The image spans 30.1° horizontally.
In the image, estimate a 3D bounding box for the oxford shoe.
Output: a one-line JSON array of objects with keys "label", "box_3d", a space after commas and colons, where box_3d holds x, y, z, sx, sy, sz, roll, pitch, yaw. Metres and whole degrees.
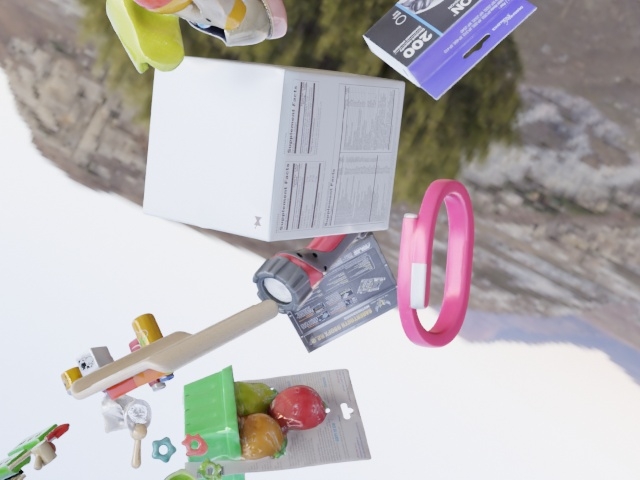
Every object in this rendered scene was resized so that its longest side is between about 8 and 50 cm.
[{"label": "oxford shoe", "box_3d": [-0.225, -0.507, 2.388, 0.397, 0.146, 0.140, 42, 148, 44]}]

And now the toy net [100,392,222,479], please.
[{"label": "toy net", "box_3d": [-0.258, 0.325, 1.919, 0.232, 0.122, 0.045, 53, 158, -4]}]

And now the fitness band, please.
[{"label": "fitness band", "box_3d": [0.200, 0.040, 2.038, 0.054, 0.291, 0.209, 5, 180, 29]}]

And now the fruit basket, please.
[{"label": "fruit basket", "box_3d": [-0.096, 0.368, 2.353, 0.353, 0.165, 0.327, -2, -154, -8]}]

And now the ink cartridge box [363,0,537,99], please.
[{"label": "ink cartridge box", "box_3d": [0.191, -0.333, 1.810, 0.045, 0.206, 0.208, 47, 180, -41]}]

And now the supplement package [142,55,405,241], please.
[{"label": "supplement package", "box_3d": [-0.054, -0.118, 1.477, 0.199, 0.198, 0.262, 12, -170, 33]}]

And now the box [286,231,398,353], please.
[{"label": "box", "box_3d": [0.034, 0.097, 2.392, 0.183, 0.231, 0.056, 62, 180, -31]}]

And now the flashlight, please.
[{"label": "flashlight", "box_3d": [0.000, 0.000, 2.130, 0.103, 0.304, 0.103, 31, 144, 12]}]

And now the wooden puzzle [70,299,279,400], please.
[{"label": "wooden puzzle", "box_3d": [-0.196, 0.156, 1.615, 0.221, 0.044, 0.238, -26, -176, -42]}]

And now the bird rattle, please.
[{"label": "bird rattle", "box_3d": [-0.181, -0.287, 1.203, 0.207, 0.143, 0.253, 20, 162, 37]}]

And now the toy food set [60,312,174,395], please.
[{"label": "toy food set", "box_3d": [-0.319, 0.217, 1.963, 0.111, 0.232, 0.105, 1, -121, -58]}]

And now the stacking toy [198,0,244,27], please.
[{"label": "stacking toy", "box_3d": [-0.260, -0.502, 2.028, 0.301, 0.166, 0.175, 25, 141, 26]}]

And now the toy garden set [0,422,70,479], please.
[{"label": "toy garden set", "box_3d": [-0.466, 0.363, 1.777, 0.049, 0.204, 0.244, 55, -136, -7]}]
